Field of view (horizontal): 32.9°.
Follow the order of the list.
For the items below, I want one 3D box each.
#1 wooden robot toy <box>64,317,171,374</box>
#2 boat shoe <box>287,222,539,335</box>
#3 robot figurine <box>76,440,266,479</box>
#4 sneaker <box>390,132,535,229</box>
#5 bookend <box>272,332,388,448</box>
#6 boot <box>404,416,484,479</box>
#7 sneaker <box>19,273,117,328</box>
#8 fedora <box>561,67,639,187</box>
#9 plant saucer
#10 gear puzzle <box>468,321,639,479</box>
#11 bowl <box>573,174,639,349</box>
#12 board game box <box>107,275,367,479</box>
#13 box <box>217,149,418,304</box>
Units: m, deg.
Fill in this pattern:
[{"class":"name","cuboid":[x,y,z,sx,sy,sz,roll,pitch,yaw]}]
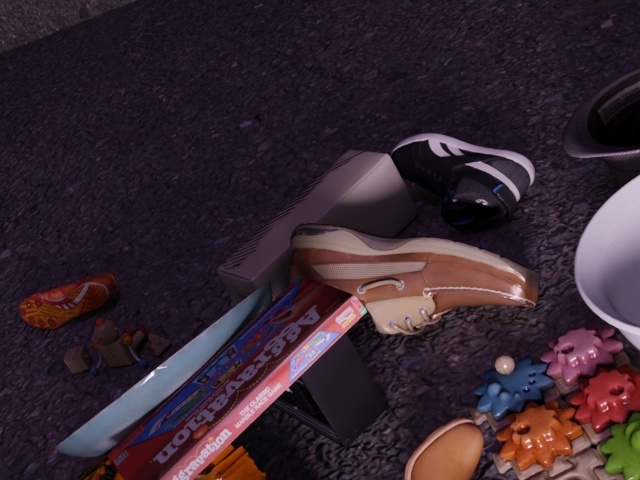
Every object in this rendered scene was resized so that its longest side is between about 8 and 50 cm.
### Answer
[{"class":"wooden robot toy","cuboid":[-0.302,0.138,1.561,0.173,0.079,0.076,-11,34,29]},{"class":"boat shoe","cuboid":[0.102,0.058,1.310,0.324,0.123,0.119,7,80,32]},{"class":"robot figurine","cuboid":[-0.186,0.275,1.176,0.211,0.085,0.291,-41,15,-30]},{"class":"sneaker","cuboid":[0.167,-0.076,1.460,0.217,0.079,0.121,10,47,35]},{"class":"bookend","cuboid":[-0.023,0.136,1.237,0.072,0.157,0.156,-41,32,-20]},{"class":"boot","cuboid":[0.135,0.262,0.992,0.152,0.073,0.197,10,60,50]},{"class":"sneaker","cuboid":[-0.405,0.099,1.750,0.175,0.064,0.067,-13,13,18]},{"class":"fedora","cuboid":[0.416,-0.114,1.272,0.244,0.124,0.275,-20,22,13]},{"class":"plant saucer","cuboid":[-0.174,0.160,1.285,0.318,0.043,0.317,-38,-1,0]},{"class":"gear puzzle","cuboid":[0.253,0.191,1.021,0.176,0.044,0.339,-28,29,3]},{"class":"bowl","cuboid":[0.407,0.034,1.039,0.298,0.134,0.297,-22,31,14]},{"class":"board game box","cuboid":[-0.088,0.146,1.093,0.281,0.027,0.145,-43,21,-13]},{"class":"box","cuboid":[0.000,0.000,1.479,0.275,0.113,0.094,-42,30,-24]}]
